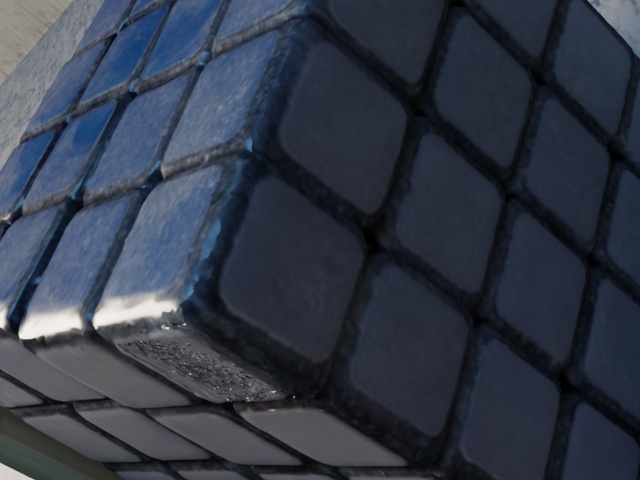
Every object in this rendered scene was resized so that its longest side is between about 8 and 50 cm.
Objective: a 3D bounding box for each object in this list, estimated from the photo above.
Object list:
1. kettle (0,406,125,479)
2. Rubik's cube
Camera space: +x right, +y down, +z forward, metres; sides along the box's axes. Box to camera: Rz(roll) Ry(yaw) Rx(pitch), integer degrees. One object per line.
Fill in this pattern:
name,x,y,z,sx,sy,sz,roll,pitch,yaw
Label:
kettle,-0.283,0.279,0.827,0.265,0.318,0.205,-30,35,36
Rubik's cube,0.000,0.000,0.705,0.337,0.343,0.345,-13,49,48
